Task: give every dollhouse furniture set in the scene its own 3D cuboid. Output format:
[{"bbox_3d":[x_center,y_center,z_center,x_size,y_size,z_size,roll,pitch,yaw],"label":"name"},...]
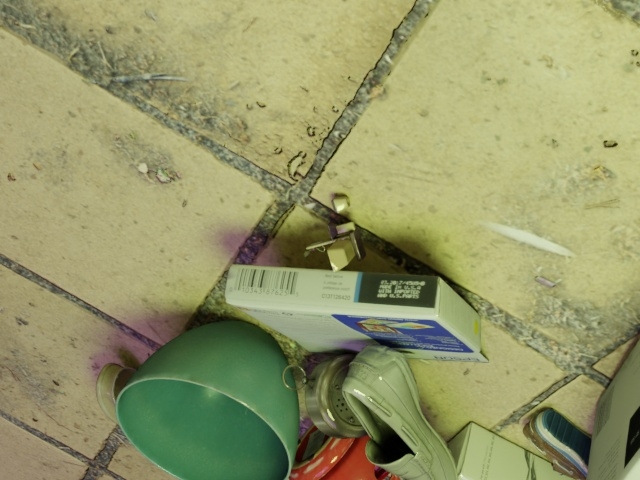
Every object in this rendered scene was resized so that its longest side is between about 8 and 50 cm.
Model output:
[{"bbox_3d":[0.000,0.000,1.346,0.081,0.114,0.091,-15,99,17],"label":"dollhouse furniture set"}]

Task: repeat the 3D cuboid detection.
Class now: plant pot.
[{"bbox_3d":[-0.153,0.243,1.617,0.290,0.195,0.290,12,135,13],"label":"plant pot"},{"bbox_3d":[0.057,0.375,1.665,0.174,0.191,0.191,44,134,-11],"label":"plant pot"}]

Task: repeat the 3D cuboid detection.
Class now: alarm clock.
[{"bbox_3d":[0.028,0.235,1.559,0.192,0.129,0.064,21,160,-19],"label":"alarm clock"}]

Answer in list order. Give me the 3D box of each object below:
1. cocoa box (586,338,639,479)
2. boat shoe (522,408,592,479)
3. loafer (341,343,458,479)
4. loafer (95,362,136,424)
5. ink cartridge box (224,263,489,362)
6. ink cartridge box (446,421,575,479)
[{"bbox_3d":[0.499,0.256,1.289,0.228,0.231,0.347,16,145,7],"label":"cocoa box"},{"bbox_3d":[0.392,0.333,1.569,0.183,0.066,0.066,44,139,-7],"label":"boat shoe"},{"bbox_3d":[0.113,0.300,1.499,0.112,0.111,0.319,3,128,48],"label":"loafer"},{"bbox_3d":[-0.298,0.307,1.822,0.092,0.102,0.268,-11,136,30],"label":"loafer"},{"bbox_3d":[0.066,0.109,1.449,0.304,0.072,0.307,1,165,22],"label":"ink cartridge box"},{"bbox_3d":[0.307,0.442,1.669,0.273,0.114,0.198,29,136,-5],"label":"ink cartridge box"}]
